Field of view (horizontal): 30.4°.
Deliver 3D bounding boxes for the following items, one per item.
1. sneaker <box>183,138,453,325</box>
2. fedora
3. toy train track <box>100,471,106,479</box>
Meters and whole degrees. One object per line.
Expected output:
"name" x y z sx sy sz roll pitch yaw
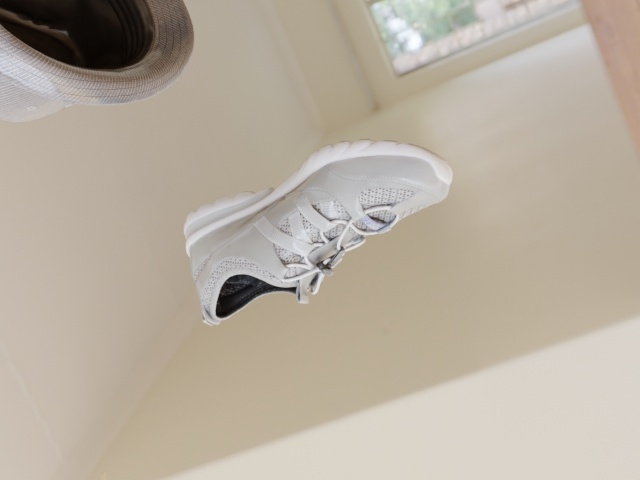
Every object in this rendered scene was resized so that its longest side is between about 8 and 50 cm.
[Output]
"sneaker" 0.000 0.000 1.039 0.105 0.281 0.115 23 -126 -45
"fedora" -0.259 -0.195 1.070 0.244 0.124 0.275 52 -146 4
"toy train track" -0.287 0.315 1.480 0.083 0.014 0.048 26 -110 -75
